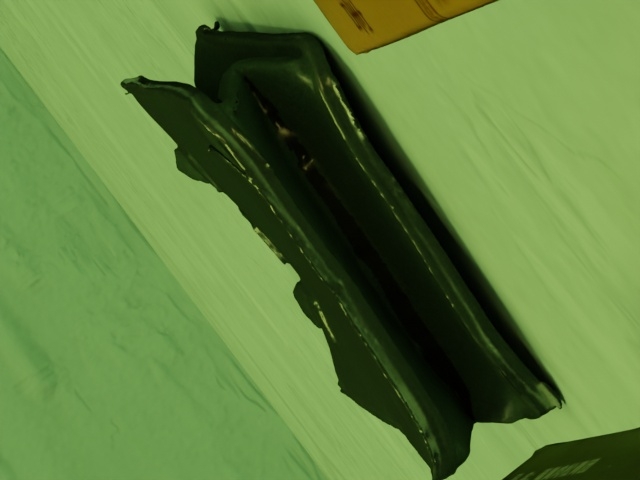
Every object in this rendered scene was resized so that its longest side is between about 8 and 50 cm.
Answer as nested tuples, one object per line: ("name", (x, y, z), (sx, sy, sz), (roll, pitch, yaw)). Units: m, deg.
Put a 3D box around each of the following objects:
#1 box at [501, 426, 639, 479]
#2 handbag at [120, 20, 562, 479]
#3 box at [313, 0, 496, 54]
("box", (0.195, 0.231, 0.552), (0.373, 0.138, 0.420), (55, 163, 1))
("handbag", (0.002, -0.001, 1.049), (0.247, 0.079, 0.260), (56, 172, -15))
("box", (0.014, -0.140, 0.428), (0.174, 0.076, 0.274), (53, 172, -7))
